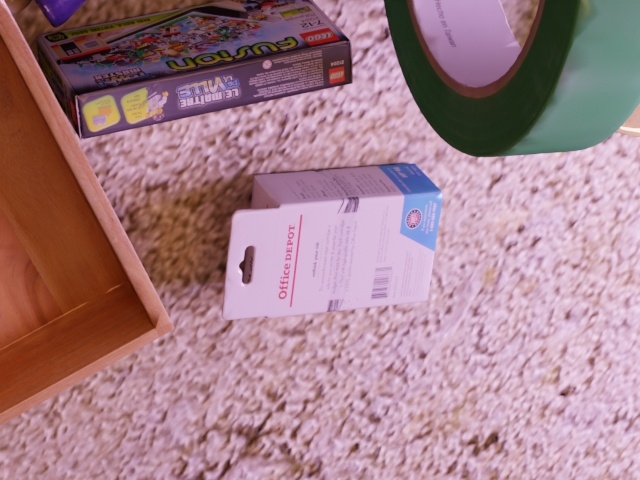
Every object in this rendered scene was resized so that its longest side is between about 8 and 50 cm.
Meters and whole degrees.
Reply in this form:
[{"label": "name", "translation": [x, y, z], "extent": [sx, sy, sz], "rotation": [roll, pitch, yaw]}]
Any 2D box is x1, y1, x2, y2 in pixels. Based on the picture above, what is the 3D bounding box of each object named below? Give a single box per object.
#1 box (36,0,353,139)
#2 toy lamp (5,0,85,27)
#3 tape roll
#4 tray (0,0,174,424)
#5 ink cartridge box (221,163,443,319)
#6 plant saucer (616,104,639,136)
[{"label": "box", "translation": [-0.092, -0.132, 1.456], "extent": [0.207, 0.114, 0.036], "rotation": [-13, 122, -17]}, {"label": "toy lamp", "translation": [-0.266, -0.142, 1.396], "extent": [0.275, 0.080, 0.080], "rotation": [-34, 126, -4]}, {"label": "tape roll", "translation": [0.135, -0.219, 1.378], "extent": [0.077, 0.321, 0.321], "rotation": [-5, 120, -21]}, {"label": "tray", "translation": [-0.262, -0.025, 1.405], "extent": [0.203, 0.076, 0.411], "rotation": [-29, 141, -6]}, {"label": "ink cartridge box", "translation": [0.000, 0.000, 1.604], "extent": [0.180, 0.060, 0.104], "rotation": [-5, 120, -22]}, {"label": "plant saucer", "translation": [0.399, -0.237, 1.633], "extent": [0.333, 0.081, 0.332], "rotation": [5, 116, -25]}]
